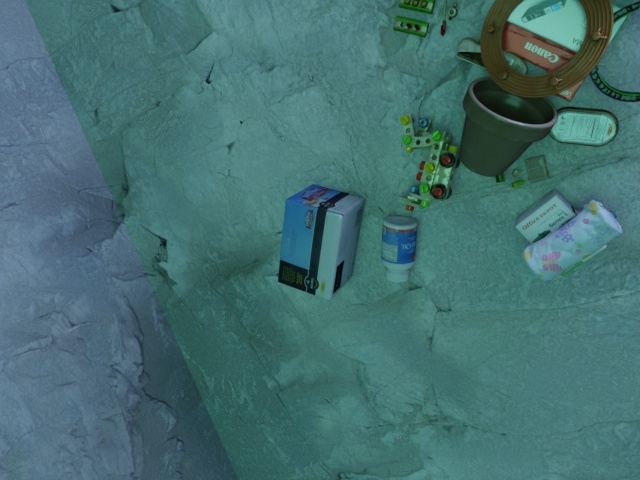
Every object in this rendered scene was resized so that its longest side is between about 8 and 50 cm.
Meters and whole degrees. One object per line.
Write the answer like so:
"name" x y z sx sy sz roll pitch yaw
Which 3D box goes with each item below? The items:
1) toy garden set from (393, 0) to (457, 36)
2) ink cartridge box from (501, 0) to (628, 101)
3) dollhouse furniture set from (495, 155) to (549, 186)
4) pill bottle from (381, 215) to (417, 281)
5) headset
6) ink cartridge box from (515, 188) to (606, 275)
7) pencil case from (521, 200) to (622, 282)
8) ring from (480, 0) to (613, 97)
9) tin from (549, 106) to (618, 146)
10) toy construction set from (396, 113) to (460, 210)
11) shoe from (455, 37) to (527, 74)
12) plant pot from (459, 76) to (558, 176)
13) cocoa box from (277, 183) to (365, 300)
"toy garden set" 0.341 -0.744 1.500 0.203 0.049 0.244 21 118 18
"ink cartridge box" 0.650 -0.574 1.407 0.296 0.066 0.261 31 120 12
"dollhouse furniture set" 0.639 -0.215 1.581 0.151 0.058 0.076 -14 96 10
"pill bottle" 0.282 0.032 1.796 0.124 0.124 0.222 9 115 23
"headset" 0.898 -0.501 1.257 0.394 0.185 0.244 -6 110 33
"ink cartridge box" 0.747 -0.026 1.560 0.219 0.092 0.160 46 122 3
"pencil case" 0.732 0.006 1.459 0.273 0.113 0.124 -45 77 30
"ring" 0.596 -0.559 1.341 0.336 0.032 0.337 9 104 36
"tin" 0.769 -0.333 1.462 0.189 0.040 0.106 11 119 22
"toy construction set" 0.340 -0.238 1.636 0.215 0.151 0.328 19 118 30
"shoe" 0.506 -0.532 1.482 0.219 0.058 0.077 30 146 15
"plant pot" 0.528 -0.323 1.486 0.263 0.263 0.229 28 138 14
"cocoa box" 0.000 0.000 1.859 0.227 0.231 0.347 17 117 20
